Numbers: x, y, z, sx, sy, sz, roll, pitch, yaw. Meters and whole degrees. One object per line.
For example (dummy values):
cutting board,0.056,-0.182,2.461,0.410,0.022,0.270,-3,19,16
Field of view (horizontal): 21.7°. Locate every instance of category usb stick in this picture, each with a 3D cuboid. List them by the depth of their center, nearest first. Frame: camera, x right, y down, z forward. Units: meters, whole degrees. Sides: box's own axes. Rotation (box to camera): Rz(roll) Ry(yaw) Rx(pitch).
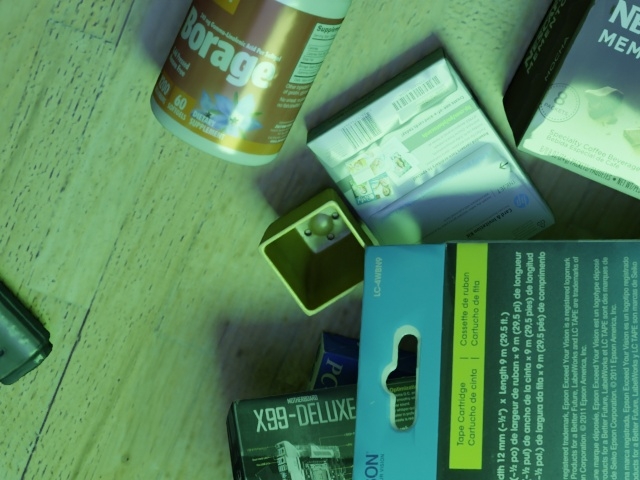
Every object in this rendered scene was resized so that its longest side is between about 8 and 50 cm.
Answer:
usb stick,-0.357,0.019,1.511,0.077,0.045,0.278,-37,108,14

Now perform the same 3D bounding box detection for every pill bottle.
pill bottle,-0.049,-0.181,1.384,0.121,0.121,0.216,23,111,-9

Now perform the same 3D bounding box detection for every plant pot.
plant pot,0.000,0.000,1.480,0.081,0.083,0.081,-32,110,13

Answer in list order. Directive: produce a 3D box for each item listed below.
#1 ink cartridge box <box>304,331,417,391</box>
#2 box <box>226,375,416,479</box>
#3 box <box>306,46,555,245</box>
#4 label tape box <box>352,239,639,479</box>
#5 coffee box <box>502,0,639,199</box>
ink cartridge box,0.022,0.195,1.583,0.097,0.046,0.207,14,112,-7
box,0.086,0.243,1.457,0.308,0.242,0.076,-8,157,-10
box,0.099,-0.056,1.480,0.145,0.038,0.186,-32,108,14
label tape box,0.210,0.132,1.400,0.348,0.249,0.115,-1,158,12
coffee box,0.325,-0.113,1.410,0.297,0.119,0.168,22,113,-9
